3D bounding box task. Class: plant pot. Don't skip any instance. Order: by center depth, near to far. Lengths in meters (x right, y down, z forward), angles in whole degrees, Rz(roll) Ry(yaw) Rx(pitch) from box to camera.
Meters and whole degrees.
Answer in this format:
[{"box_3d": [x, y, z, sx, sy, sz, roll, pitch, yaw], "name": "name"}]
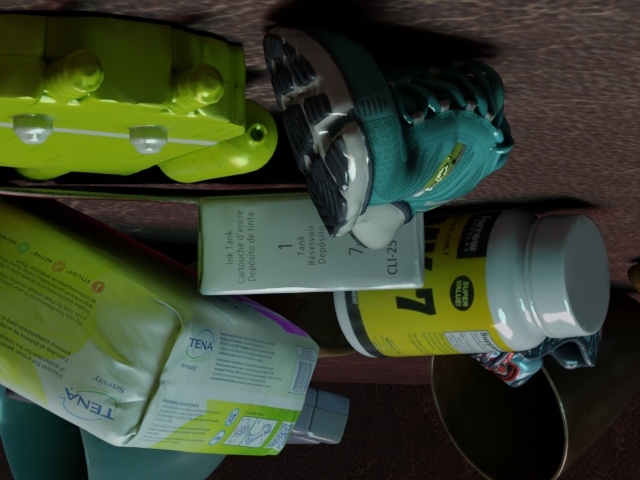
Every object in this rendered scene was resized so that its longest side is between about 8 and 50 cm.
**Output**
[{"box_3d": [0.284, 0.151, 2.146, 0.230, 0.215, 0.215, -24, -172, -36], "name": "plant pot"}, {"box_3d": [-0.244, 0.208, 2.269, 0.235, 0.293, 0.293, -14, 180, -30], "name": "plant pot"}]

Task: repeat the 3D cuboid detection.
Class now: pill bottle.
[{"box_3d": [0.126, 0.034, 1.519, 0.208, 0.119, 0.119, -5, 171, 31], "name": "pill bottle"}]

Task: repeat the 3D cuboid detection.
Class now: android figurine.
[{"box_3d": [-0.144, -0.068, 0.971, 0.248, 0.056, 0.273, 4, 173, -30], "name": "android figurine"}]

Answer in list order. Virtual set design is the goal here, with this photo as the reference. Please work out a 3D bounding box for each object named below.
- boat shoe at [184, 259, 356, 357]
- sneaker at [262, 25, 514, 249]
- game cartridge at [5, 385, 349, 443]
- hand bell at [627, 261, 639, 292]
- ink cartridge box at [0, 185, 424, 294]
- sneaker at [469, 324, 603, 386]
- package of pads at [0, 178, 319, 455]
[{"box_3d": [-0.074, 0.080, 1.850, 0.110, 0.122, 0.341, -5, 172, 30], "name": "boat shoe"}, {"box_3d": [0.041, -0.065, 0.943, 0.110, 0.107, 0.275, -21, 174, 9], "name": "sneaker"}, {"box_3d": [-0.151, 0.147, 1.770, 0.230, 0.068, 0.355, 22, 165, -23], "name": "game cartridge"}, {"box_3d": [0.358, 0.043, 1.785, 0.126, 0.126, 0.242, 2, -175, -14], "name": "hand bell"}, {"box_3d": [-0.068, -0.006, 1.235, 0.261, 0.066, 0.296, -1, -178, 0], "name": "ink cartridge box"}, {"box_3d": [0.195, 0.091, 1.936, 0.261, 0.125, 0.104, 2, 170, -24], "name": "sneaker"}, {"box_3d": [-0.171, 0.037, 1.201, 0.296, 0.101, 0.229, 26, -177, 23], "name": "package of pads"}]
